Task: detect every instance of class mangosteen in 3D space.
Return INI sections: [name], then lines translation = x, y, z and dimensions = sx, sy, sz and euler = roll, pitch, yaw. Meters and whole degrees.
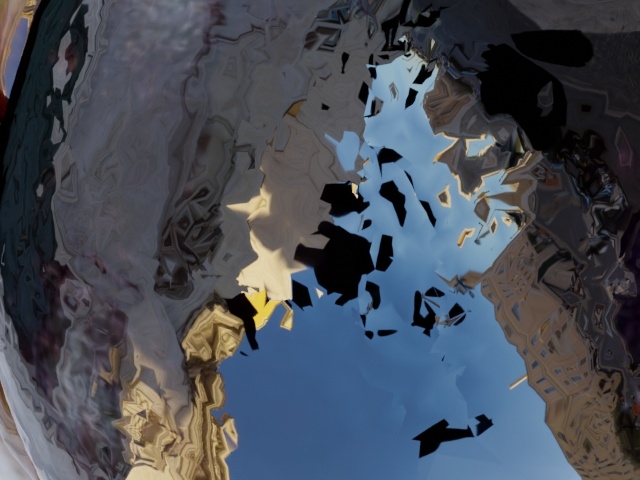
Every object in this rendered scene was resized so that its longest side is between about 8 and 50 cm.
[mangosteen]
translation = 0.000, 0.000, 0.758
dimensions = 0.435, 0.382, 0.382
euler = 1, 142, 21
